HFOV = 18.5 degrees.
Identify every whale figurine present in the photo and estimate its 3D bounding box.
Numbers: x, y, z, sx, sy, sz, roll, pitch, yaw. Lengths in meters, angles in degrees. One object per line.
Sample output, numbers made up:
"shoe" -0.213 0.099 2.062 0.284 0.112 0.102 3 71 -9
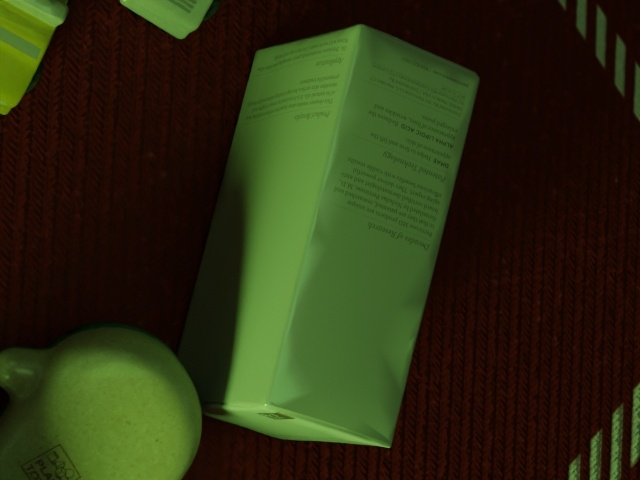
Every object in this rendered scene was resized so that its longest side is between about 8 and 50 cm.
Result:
"whale figurine" -0.245 0.186 1.840 0.272 0.141 0.216 -32 108 -3

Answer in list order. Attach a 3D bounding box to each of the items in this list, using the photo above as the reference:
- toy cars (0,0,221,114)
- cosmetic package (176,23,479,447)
"toy cars" -0.199 -0.260 1.893 0.393 0.087 0.176 -27 102 -29
"cosmetic package" 0.000 0.000 1.928 0.156 0.217 0.385 18 80 -29
